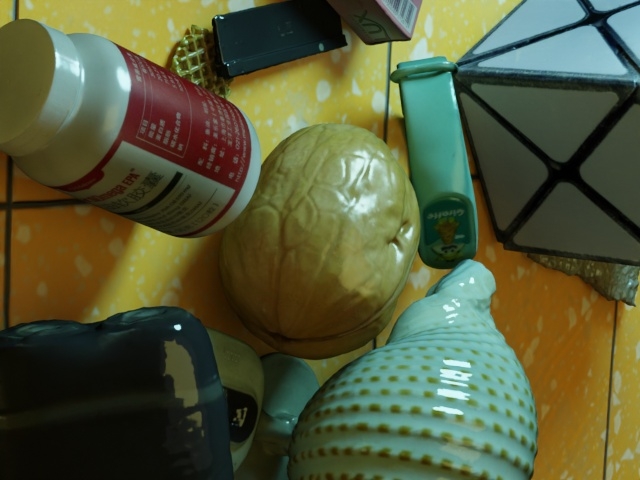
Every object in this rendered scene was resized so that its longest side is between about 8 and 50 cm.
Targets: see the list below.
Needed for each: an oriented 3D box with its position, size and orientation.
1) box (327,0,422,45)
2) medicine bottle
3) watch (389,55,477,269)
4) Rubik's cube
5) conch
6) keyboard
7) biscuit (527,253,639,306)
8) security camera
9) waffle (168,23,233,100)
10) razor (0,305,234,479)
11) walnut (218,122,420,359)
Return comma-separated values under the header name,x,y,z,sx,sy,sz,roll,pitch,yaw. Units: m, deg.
name,x,y,z,sx,sy,sz,roll,pitch,yaw
box,0.046,-0.277,1.689,0.156,0.060,0.111,45,55,-46
medicine bottle,-0.169,-0.091,1.421,0.250,0.131,0.131,23,79,-50
watch,0.118,-0.084,1.724,0.237,0.068,0.195,74,9,-58
Rubik's cube,0.329,-0.142,1.910,0.260,0.255,0.259,-42,125,-40
conch,0.110,0.198,1.669,0.319,0.215,0.303,-43,166,-20
keyboard,-0.039,-0.198,1.633,0.195,0.018,0.060,-22,106,-52
biscuit,0.338,-0.005,2.114,0.250,0.032,0.133,23,78,-48
security camera,-0.076,0.171,1.626,0.301,0.080,0.157,25,77,-52
waffle,-0.109,-0.150,1.571,0.085,0.016,0.078,49,61,-42
razor,-0.171,0.224,1.448,0.204,0.113,0.349,-10,108,-8
walnut,0.000,0.000,1.604,0.193,0.193,0.225,41,60,-45
